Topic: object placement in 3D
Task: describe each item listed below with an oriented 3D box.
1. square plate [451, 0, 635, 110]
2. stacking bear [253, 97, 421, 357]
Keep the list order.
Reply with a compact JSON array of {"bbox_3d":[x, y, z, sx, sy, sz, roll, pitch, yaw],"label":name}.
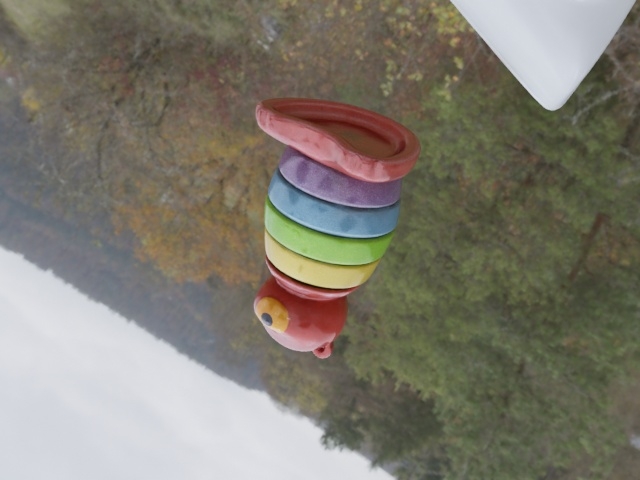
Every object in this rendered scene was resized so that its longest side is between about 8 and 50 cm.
[{"bbox_3d":[0.141,-0.308,0.393,0.344,0.347,0.049,37,175,-29],"label":"square plate"},{"bbox_3d":[0.000,0.000,0.842,0.175,0.289,0.164,29,-152,26],"label":"stacking bear"}]
